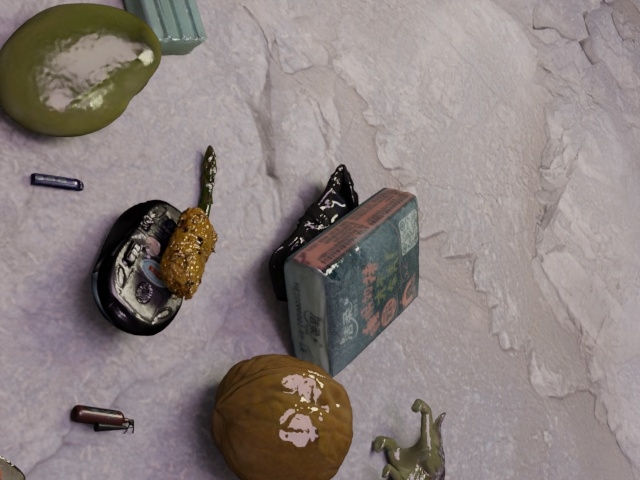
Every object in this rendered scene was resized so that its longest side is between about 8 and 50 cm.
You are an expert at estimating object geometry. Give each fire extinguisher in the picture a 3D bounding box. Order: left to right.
[{"bbox_3d":[-0.296,0.253,1.201,0.100,0.046,0.032,19,76,-37],"label":"fire extinguisher"}]

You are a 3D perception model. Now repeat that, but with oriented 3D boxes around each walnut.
[{"bbox_3d":[-0.063,0.280,1.310,0.228,0.228,0.228,17,65,-39],"label":"walnut"}]

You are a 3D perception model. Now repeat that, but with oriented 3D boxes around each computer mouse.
[{"bbox_3d":[-0.265,0.044,1.268,0.137,0.096,0.233,54,35,-28],"label":"computer mouse"}]

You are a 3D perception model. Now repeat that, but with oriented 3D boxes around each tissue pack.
[{"bbox_3d":[0.068,0.068,1.515,0.316,0.103,0.227,-37,131,-45],"label":"tissue pack"}]

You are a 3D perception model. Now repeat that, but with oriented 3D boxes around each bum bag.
[{"bbox_3d":[0.000,0.000,1.553,0.310,0.074,0.137,-55,129,-33],"label":"bum bag"}]

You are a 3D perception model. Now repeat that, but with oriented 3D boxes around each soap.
[{"bbox_3d":[-0.273,-0.415,1.443,0.115,0.063,0.198,-11,84,-44],"label":"soap"}]

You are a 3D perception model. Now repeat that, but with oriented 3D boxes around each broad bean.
[{"bbox_3d":[-0.356,-0.258,1.270,0.263,0.121,0.189,-42,105,-41],"label":"broad bean"}]

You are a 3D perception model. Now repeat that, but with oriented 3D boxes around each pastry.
[{"bbox_3d":[-0.194,0.017,1.252,0.140,0.056,0.080,-74,144,-51],"label":"pastry"}]

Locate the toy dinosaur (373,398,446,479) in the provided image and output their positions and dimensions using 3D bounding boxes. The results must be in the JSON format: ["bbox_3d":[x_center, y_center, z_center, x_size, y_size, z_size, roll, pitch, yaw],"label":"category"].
[{"bbox_3d":[0.165,0.425,1.567,0.162,0.077,0.294,43,65,-30],"label":"toy dinosaur"}]

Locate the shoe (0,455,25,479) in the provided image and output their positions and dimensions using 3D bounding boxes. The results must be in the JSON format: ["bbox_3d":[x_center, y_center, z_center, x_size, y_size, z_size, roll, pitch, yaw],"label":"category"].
[{"bbox_3d":[-0.452,0.266,1.032,0.194,0.074,0.077,46,54,-25],"label":"shoe"}]

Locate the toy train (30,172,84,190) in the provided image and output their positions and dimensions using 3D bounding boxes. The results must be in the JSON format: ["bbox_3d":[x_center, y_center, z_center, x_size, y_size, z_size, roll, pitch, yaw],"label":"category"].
[{"bbox_3d":[-0.382,-0.086,1.256,0.083,0.017,0.017,6,73,-43],"label":"toy train"}]

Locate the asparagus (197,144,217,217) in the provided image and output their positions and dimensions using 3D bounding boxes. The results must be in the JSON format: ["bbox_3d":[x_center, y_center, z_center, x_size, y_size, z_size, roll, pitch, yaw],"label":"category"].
[{"bbox_3d":[-0.197,-0.051,1.415,0.034,0.027,0.236,35,54,-44],"label":"asparagus"}]
